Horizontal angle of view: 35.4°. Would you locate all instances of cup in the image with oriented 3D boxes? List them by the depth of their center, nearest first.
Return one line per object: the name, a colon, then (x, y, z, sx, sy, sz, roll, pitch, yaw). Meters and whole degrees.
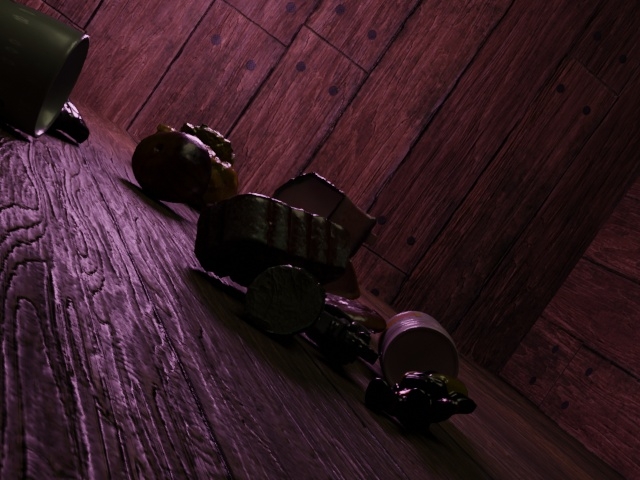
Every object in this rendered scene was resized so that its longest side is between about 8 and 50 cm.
cup: (-0.523, -0.287, 1.635, 0.234, 0.186, 0.258, 27, -22, -4)

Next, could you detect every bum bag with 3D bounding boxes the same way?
bum bag: (-0.528, -0.262, 1.919, 0.142, 0.079, 0.326, 39, 2, 8)

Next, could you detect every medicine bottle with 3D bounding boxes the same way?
medicine bottle: (0.164, 0.196, 1.714, 0.133, 0.133, 0.249, 35, 3, 0)

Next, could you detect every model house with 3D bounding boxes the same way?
model house: (0.000, 0.000, 2.338, 0.202, 0.237, 0.237, 27, -8, 45)

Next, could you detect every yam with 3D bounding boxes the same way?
yam: (-0.044, 0.084, 1.408, 0.107, 0.107, 0.183, 35, 0, 4)

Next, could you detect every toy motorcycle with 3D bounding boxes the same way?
toy motorcycle: (0.022, 0.132, 1.515, 0.122, 0.080, 0.215, 38, -7, -10)

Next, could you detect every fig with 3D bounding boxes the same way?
fig: (-0.280, -0.141, 2.038, 0.202, 0.148, 0.149, 20, -25, -28)

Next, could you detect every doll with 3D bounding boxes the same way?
doll: (0.146, 0.223, 1.415, 0.127, 0.088, 0.249, 36, 6, 27)

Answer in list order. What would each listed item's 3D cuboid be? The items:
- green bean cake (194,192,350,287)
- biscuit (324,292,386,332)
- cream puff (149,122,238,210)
green bean cake: (-0.085, 0.015, 1.545, 0.233, 0.097, 0.199, 21, -26, -40)
biscuit: (0.016, 0.117, 1.751, 0.212, 0.036, 0.212, 16, 2, -1)
cream puff: (-0.306, -0.193, 2.479, 0.282, 0.185, 0.282, 38, 4, -3)
